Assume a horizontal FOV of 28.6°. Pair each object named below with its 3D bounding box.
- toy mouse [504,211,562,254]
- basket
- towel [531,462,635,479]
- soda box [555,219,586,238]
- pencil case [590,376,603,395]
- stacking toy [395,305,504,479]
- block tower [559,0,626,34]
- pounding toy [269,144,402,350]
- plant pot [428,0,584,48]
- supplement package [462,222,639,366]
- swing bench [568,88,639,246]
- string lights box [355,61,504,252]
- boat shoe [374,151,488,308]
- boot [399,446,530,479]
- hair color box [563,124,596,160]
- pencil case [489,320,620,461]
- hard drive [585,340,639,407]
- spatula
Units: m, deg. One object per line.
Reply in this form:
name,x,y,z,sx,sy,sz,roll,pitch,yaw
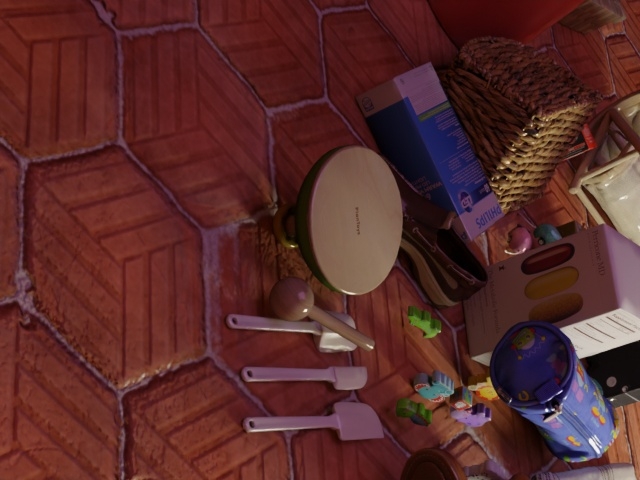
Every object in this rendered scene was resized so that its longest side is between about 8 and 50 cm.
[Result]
toy mouse,0.356,0.000,2.048,0.161,0.031,0.143,10,46,-30
basket,0.280,-0.187,2.030,0.213,0.223,0.299,38,29,18
towel,0.442,0.493,1.882,0.324,0.056,0.312,11,62,-52
soda box,0.425,0.062,2.109,0.058,0.061,0.181,31,48,-42
pencil case,0.374,0.211,1.946,0.152,0.064,0.070,41,57,-34
stacking toy,0.174,0.213,1.688,0.221,0.052,0.167,40,40,-31
block tower,0.490,-0.500,2.510,0.335,0.097,0.091,8,65,-50
pounding toy,0.000,0.000,1.541,0.183,0.110,0.236,29,69,-46
plant pot,0.339,-0.470,2.146,0.275,0.243,0.275,32,46,-41
supplement package,0.345,0.091,1.816,0.134,0.244,0.139,25,51,-45
swing bench,0.609,-0.107,2.381,0.253,0.165,0.254,51,31,-21
string lights box,0.164,-0.121,1.843,0.133,0.077,0.259,-31,96,-56
boat shoe,0.148,-0.026,1.746,0.257,0.095,0.095,53,36,-20
boot,0.215,0.347,1.580,0.220,0.109,0.283,-33,104,-47
hair color box,0.442,-0.221,2.293,0.043,0.072,0.141,-17,84,-56
pencil case,0.335,0.223,1.769,0.306,0.119,0.133,46,18,-54
hard drive,0.586,0.122,2.046,0.064,0.339,0.236,28,48,-43
spatula,-0.020,0.156,1.482,0.242,0.019,0.168,8,65,-48
